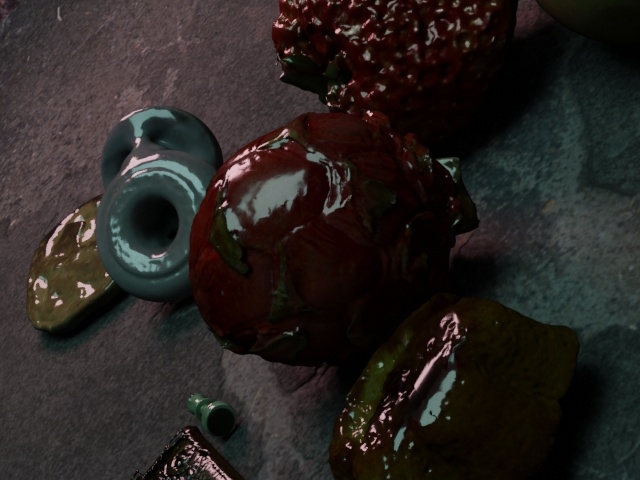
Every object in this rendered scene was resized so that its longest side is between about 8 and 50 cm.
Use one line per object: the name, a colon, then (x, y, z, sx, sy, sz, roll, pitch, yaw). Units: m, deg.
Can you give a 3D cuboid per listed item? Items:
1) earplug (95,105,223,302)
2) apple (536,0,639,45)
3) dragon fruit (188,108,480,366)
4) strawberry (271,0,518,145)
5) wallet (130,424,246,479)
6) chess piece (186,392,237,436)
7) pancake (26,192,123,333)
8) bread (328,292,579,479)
earplug: (-0.215, -0.056, 1.973, 0.214, 0.175, 0.325, -28, 43, 16)
apple: (0.343, -0.336, 1.519, 0.257, 0.257, 0.234, -39, 60, 12)
dragon fruit: (0.000, 0.000, 1.500, 0.343, 0.277, 0.277, -23, 35, 14)
strawberry: (0.126, -0.285, 1.702, 0.312, 0.267, 0.351, 40, 97, 39)
wallet: (-0.144, 0.300, 1.552, 0.133, 0.039, 0.243, -49, 29, -6)
chess piece: (-0.134, 0.205, 1.660, 0.042, 0.042, 0.093, -51, 23, -9)
pancake: (-0.354, 0.026, 2.153, 0.294, 0.049, 0.294, -29, 36, 23)
bread: (0.113, 0.167, 1.289, 0.246, 0.135, 0.232, -60, 19, -19)
